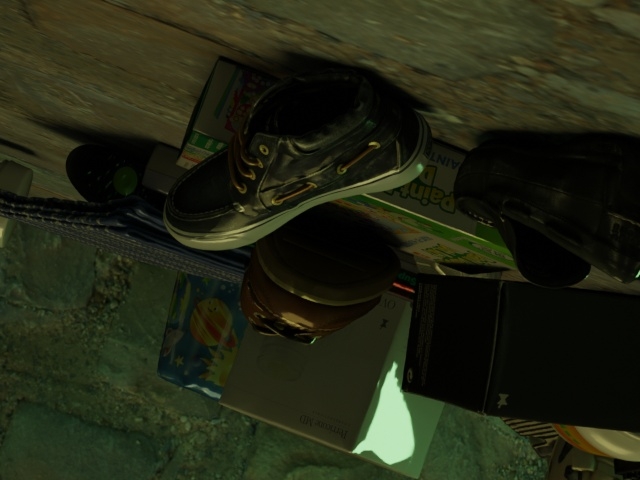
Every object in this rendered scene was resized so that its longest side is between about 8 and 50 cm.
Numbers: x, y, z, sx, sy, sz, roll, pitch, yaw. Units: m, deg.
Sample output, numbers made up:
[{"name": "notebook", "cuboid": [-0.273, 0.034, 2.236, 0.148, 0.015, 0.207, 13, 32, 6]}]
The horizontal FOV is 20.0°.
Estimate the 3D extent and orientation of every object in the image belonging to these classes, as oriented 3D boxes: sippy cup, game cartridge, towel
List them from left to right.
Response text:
[{"name": "towel", "cuboid": [-0.180, -0.003, 1.900, 0.243, 0.040, 0.336, 21, 173, -33]}, {"name": "sippy cup", "cuboid": [-0.107, 0.108, 2.440, 0.240, 0.224, 0.305, 19, 174, 8]}, {"name": "game cartridge", "cuboid": [0.000, 0.000, 1.816, 0.355, 0.068, 0.230, 20, 179, 2]}]

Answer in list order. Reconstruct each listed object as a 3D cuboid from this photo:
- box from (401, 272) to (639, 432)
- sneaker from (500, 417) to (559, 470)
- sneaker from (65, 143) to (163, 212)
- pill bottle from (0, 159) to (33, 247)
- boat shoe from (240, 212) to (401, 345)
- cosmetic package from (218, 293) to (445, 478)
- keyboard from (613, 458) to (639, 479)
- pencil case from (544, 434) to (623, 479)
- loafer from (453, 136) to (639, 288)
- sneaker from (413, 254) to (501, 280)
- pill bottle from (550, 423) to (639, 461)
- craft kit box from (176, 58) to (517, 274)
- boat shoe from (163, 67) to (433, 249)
[{"name": "box", "cuboid": [0.216, 0.089, 1.364, 0.261, 0.103, 0.184, 8, -179, -16]}, {"name": "sneaker", "cuboid": [0.284, 0.167, 2.174, 0.122, 0.146, 0.330, -9, 138, 22]}, {"name": "sneaker", "cuboid": [-0.209, -0.052, 1.995, 0.209, 0.069, 0.082, 24, 173, -42]}, {"name": "pill bottle", "cuboid": [-0.523, -0.089, 2.373, 0.272, 0.152, 0.152, 20, 175, -2]}, {"name": "boat shoe", "cuboid": [-0.006, 0.033, 1.412, 0.111, 0.104, 0.307, 24, -167, 0]}, {"name": "cosmetic package", "cuboid": [0.033, 0.129, 2.093, 0.224, 0.224, 0.138, 14, 173, 44]}, {"name": "keyboard", "cuboid": [0.371, 0.230, 1.741, 0.180, 0.023, 0.108, 11, 169, -18]}, {"name": "pencil case", "cuboid": [0.416, 0.310, 1.868, 0.410, 0.160, 0.183, 23, 144, -6]}, {"name": "loafer", "cuboid": [0.128, -0.013, 1.024, 0.076, 0.078, 0.223, 22, 175, -18]}, {"name": "sneaker", "cuboid": [0.125, 0.022, 1.599, 0.054, 0.061, 0.152, 26, 159, 30]}, {"name": "pill bottle", "cuboid": [0.280, 0.130, 1.642, 0.136, 0.136, 0.245, 20, 175, 1]}, {"name": "craft kit box", "cuboid": [0.026, -0.044, 1.264, 0.247, 0.061, 0.250, 18, 175, -5]}, {"name": "boat shoe", "cuboid": [-0.031, -0.052, 1.071, 0.183, 0.065, 0.083, -19, 148, 25]}]
